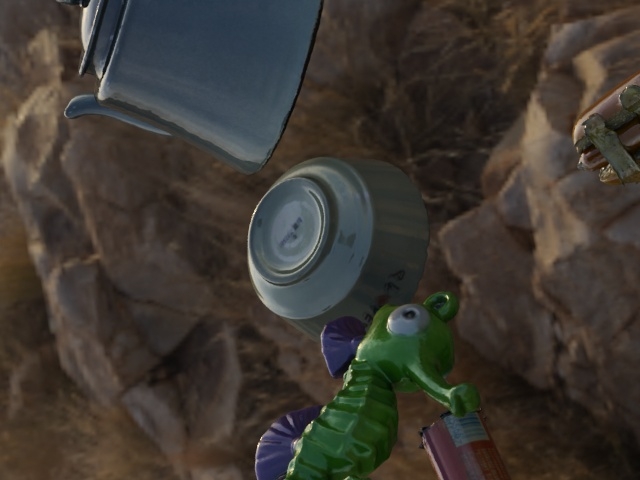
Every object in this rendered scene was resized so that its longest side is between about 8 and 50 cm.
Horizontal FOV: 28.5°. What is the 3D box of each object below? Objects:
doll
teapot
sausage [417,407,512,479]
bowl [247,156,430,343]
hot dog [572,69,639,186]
[{"bbox_3d":[0.023,0.095,0.662,0.115,0.190,0.050,-8,126,47],"label":"doll"},{"bbox_3d":[-0.085,-0.142,0.745,0.239,0.148,0.162,122,158,-50],"label":"teapot"},{"bbox_3d":[0.179,0.297,1.265,0.083,0.083,0.264,-62,40,44],"label":"sausage"},{"bbox_3d":[0.000,0.000,1.336,0.211,0.112,0.212,-15,66,38],"label":"bowl"},{"bbox_3d":[0.399,-0.152,1.414,0.269,0.072,0.109,-35,99,31],"label":"hot dog"}]
